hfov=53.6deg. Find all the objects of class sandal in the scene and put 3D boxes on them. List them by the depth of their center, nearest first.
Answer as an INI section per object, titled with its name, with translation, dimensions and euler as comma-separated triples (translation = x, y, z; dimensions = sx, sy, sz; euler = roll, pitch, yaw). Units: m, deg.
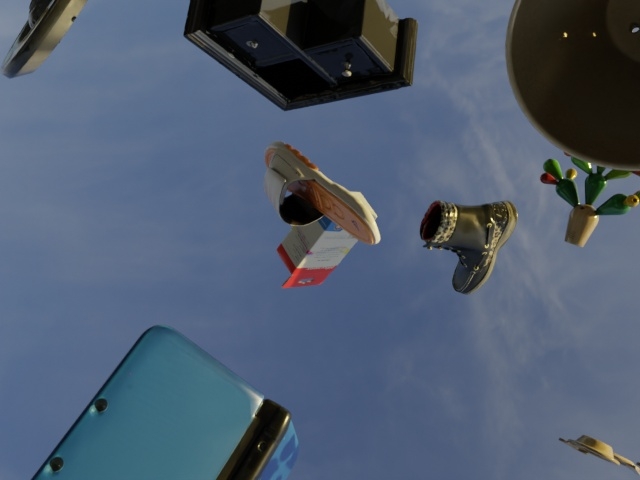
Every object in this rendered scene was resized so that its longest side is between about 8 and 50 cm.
[sandal]
translation = -0.024, -0.059, 0.904
dimensions = 0.076, 0.102, 0.265
euler = -37, -135, -16

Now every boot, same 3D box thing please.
[boot]
translation = 0.273, 0.012, 1.288
dimensions = 0.178, 0.237, 0.085
euler = 3, -140, -22

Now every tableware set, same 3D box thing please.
[tableware set]
translation = 0.345, 0.250, 0.686
dimensions = 0.168, 0.141, 0.020
euler = 15, -106, 49

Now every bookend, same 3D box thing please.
[bookend]
translation = -0.013, -0.198, 0.596
dimensions = 0.157, 0.156, 0.073
euler = -3, -108, 33

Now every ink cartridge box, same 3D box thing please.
[ink cartridge box]
translation = 0.000, 0.000, 1.371
dimensions = 0.231, 0.134, 0.078
euler = -52, -122, 31

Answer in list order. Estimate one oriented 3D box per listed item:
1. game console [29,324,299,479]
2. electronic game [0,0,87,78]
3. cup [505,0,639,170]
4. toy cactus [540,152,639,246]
[game console]
translation = -0.172, 0.287, 0.700
dimensions = 0.173, 0.250, 0.293
euler = 26, -117, 18
[electronic game]
translation = -0.346, -0.309, 0.823
dimensions = 0.229, 0.048, 0.229
euler = -33, -140, 33
[cup]
translation = 0.460, -0.296, 0.881
dimensions = 0.330, 0.331, 0.237
euler = 21, -139, 27
[toy cactus]
translation = 0.477, -0.078, 1.113
dimensions = 0.218, 0.112, 0.181
euler = 23, -79, 35
